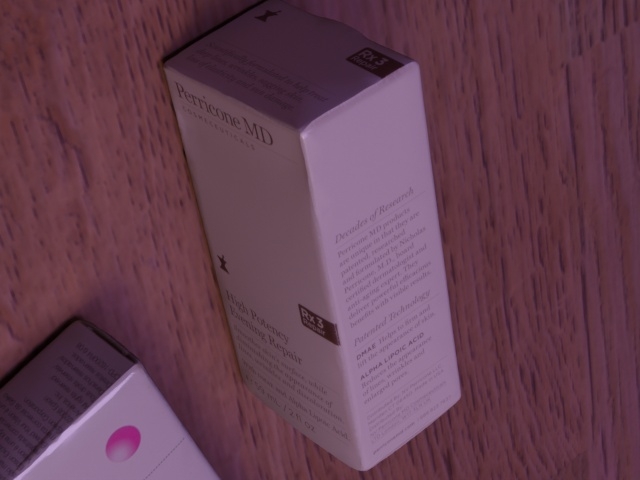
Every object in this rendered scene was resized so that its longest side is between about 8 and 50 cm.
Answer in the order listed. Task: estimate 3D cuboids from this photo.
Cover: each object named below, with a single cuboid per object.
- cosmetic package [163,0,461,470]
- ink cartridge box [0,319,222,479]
[{"bbox_3d":[0.000,0.000,0.804,0.085,0.117,0.231,-34,132,-26],"label":"cosmetic package"},{"bbox_3d":[-0.168,0.260,0.833,0.330,0.071,0.324,-44,136,-17],"label":"ink cartridge box"}]
